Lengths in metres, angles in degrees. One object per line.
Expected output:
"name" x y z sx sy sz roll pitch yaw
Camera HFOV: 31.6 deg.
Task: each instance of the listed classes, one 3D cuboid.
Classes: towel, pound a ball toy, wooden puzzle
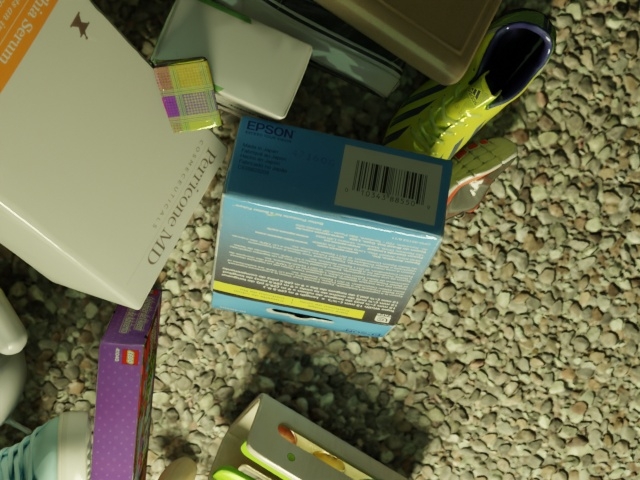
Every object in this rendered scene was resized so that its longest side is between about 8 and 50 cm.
"towel" -0.141 -0.157 1.211 0.060 0.009 0.083 -7 120 10
"pound a ball toy" -0.039 0.337 1.550 0.319 0.136 0.208 32 129 -10
"wooden puzzle" 0.117 -0.332 1.343 0.221 0.044 0.239 32 74 -10

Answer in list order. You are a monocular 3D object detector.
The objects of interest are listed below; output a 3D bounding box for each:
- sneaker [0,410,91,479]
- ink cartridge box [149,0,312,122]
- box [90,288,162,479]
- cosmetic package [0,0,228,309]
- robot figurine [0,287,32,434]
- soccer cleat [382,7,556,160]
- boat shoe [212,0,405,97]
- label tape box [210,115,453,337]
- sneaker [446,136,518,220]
"sneaker" -0.385 0.316 1.424 0.150 0.135 0.366 5 146 -23
"ink cartridge box" -0.107 -0.205 1.318 0.160 0.219 0.093 23 91 -8
"box" -0.252 0.229 1.459 0.057 0.201 0.294 6 107 -4
"cosmetic package" -0.312 -0.137 1.169 0.453 0.161 0.230 47 65 -50
"robot figurine" -0.506 0.122 1.423 0.299 0.200 0.354 -20 107 29
"soccer cleat" 0.173 -0.169 1.387 0.093 0.121 0.289 40 102 -12
"boat shoe" -0.038 -0.292 1.363 0.335 0.121 0.119 25 90 -17
"label tape box" 0.000 0.000 1.392 0.249 0.348 0.115 11 66 -3
"sneaker" 0.191 -0.072 1.461 0.158 0.061 0.065 -34 131 10
